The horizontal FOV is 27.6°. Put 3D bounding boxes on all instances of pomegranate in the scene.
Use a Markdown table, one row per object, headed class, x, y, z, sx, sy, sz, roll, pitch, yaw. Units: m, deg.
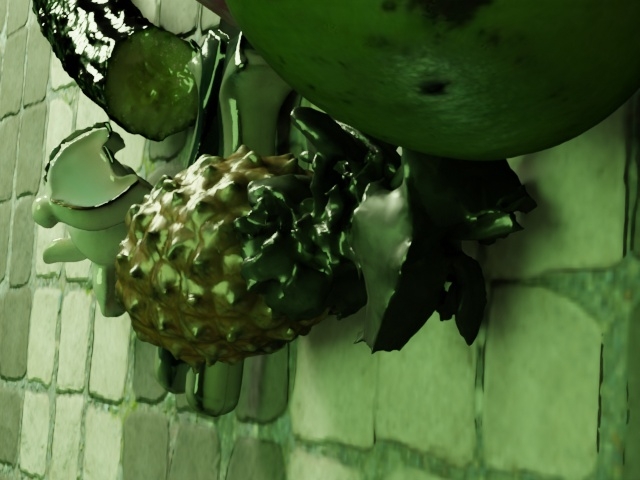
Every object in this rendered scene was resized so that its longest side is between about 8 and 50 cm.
| class | x | y | z | sx | sy | sz | roll | pitch | yaw |
| --- | --- | --- | --- | --- | --- | --- | --- | --- | --- |
| pomegranate | 0.073 | -0.115 | 0.414 | 0.225 | 0.187 | 0.187 | 11 | 95 | 33 |

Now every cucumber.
| class | x | y | z | sx | sy | sz | roll | pitch | yaw |
| --- | --- | --- | --- | --- | --- | --- | --- | --- | --- |
| cucumber | -0.162 | -0.156 | 0.936 | 0.303 | 0.081 | 0.072 | 46 | 157 | 54 |

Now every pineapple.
| class | x | y | z | sx | sy | sz | roll | pitch | yaw |
| --- | --- | --- | --- | --- | --- | --- | --- | --- | --- |
| pineapple | 0.000 | 0.000 | 0.590 | 0.237 | 0.111 | 0.119 | -17 | 100 | 54 |

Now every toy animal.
| class | x | y | z | sx | sy | sz | roll | pitch | yaw |
| --- | --- | --- | --- | --- | --- | --- | --- | --- | --- |
| toy animal | -0.147 | -0.015 | 0.884 | 0.071 | 0.085 | 0.124 | 39 | 163 | 18 |

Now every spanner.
| class | x | y | z | sx | sy | sz | roll | pitch | yaw |
| --- | --- | --- | --- | --- | --- | --- | --- | --- | --- |
| spanner | -0.049 | -0.064 | 0.746 | 0.095 | 0.040 | 0.325 | 14 | 95 | 62 |

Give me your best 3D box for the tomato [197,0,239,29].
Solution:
| class | x | y | z | sx | sy | sz | roll | pitch | yaw |
| --- | --- | --- | --- | --- | --- | --- | --- | --- | --- |
| tomato | -0.030 | -0.262 | 0.589 | 0.289 | 0.176 | 0.335 | 48 | 123 | 49 |
